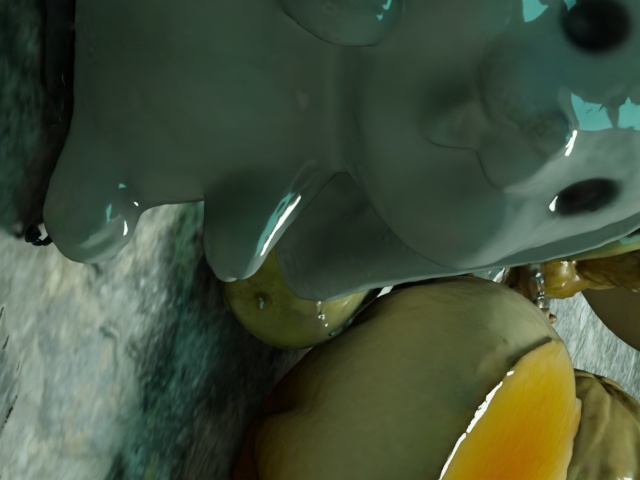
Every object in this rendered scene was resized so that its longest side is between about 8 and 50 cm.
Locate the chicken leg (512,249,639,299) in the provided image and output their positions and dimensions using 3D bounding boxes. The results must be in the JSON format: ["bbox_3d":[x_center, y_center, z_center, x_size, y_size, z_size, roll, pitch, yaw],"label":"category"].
[{"bbox_3d":[0.254,0.004,1.367,0.409,0.295,0.182,-96,166,-45],"label":"chicken leg"}]

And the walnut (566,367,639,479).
[{"bbox_3d":[0.200,0.239,1.550,0.225,0.225,0.261,-6,115,-69],"label":"walnut"}]

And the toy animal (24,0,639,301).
[{"bbox_3d":[0.017,-0.074,0.758,0.249,0.289,0.174,-62,171,32],"label":"toy animal"}]

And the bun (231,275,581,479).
[{"bbox_3d":[0.038,0.154,1.104,0.299,0.165,0.299,-46,147,-41],"label":"bun"}]

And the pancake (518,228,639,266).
[{"bbox_3d":[0.146,-0.022,1.166,0.250,0.250,0.031,-33,122,-62],"label":"pancake"}]

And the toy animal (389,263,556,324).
[{"bbox_3d":[0.083,0.047,1.254,0.255,0.114,0.116,-45,125,-35],"label":"toy animal"}]

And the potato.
[{"bbox_3d":[0.000,0.000,1.010,0.170,0.080,0.107,-49,141,-57],"label":"potato"}]

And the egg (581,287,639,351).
[{"bbox_3d":[0.375,-0.044,1.673,0.301,0.301,0.374,-50,153,-50],"label":"egg"}]
